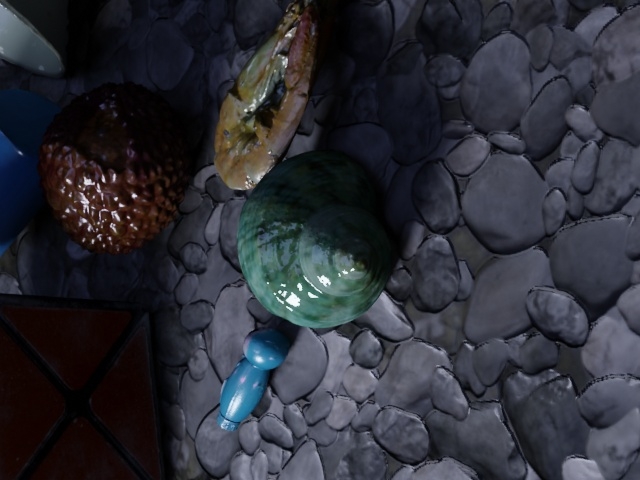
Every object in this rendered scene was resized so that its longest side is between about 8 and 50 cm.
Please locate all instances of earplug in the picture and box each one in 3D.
[{"bbox_3d":[-0.425,-0.054,1.747,0.273,0.132,0.132,-48,56,30],"label":"earplug"}]

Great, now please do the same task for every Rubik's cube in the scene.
[{"bbox_3d":[-0.358,0.207,1.565,0.260,0.259,0.254,-19,71,37],"label":"Rubik's cube"}]

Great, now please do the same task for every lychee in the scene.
[{"bbox_3d":[-0.230,-0.075,1.554,0.188,0.188,0.188,-6,80,40],"label":"lychee"}]

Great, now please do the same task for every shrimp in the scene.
[{"bbox_3d":[-0.039,-0.173,1.451,0.267,0.061,0.145,-59,31,10],"label":"shrimp"}]

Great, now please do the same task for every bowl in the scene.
[{"bbox_3d":[-0.424,-0.361,1.695,0.337,0.337,0.157,21,75,41],"label":"bowl"}]

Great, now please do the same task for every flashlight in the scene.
[{"bbox_3d":[-0.075,0.150,1.465,0.051,0.051,0.129,41,114,37],"label":"flashlight"}]

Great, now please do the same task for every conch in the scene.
[{"bbox_3d":[-0.003,-0.003,1.377,0.176,0.122,0.188,-49,56,-4],"label":"conch"}]
